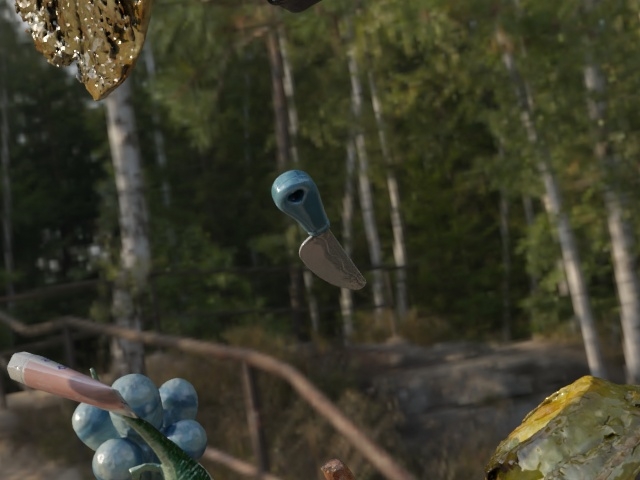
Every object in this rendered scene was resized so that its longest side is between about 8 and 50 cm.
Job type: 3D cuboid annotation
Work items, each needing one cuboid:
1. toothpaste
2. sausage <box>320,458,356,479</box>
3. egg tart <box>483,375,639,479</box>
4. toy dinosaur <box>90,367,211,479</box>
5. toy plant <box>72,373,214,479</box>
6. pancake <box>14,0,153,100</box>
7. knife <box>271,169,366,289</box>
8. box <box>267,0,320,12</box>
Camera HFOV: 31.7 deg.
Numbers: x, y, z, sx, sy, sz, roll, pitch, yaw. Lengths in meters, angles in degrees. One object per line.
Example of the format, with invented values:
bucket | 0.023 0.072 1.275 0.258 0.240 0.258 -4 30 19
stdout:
toothpaste | -0.322 0.185 1.454 0.194 0.043 0.067 14 -35 30
sausage | 0.037 0.399 1.735 0.047 0.040 0.177 7 -46 19
egg tart | 0.321 0.277 1.454 0.341 0.129 0.341 -40 -6 -5
toy dinosaur | -0.265 0.366 1.771 0.129 0.383 0.076 -44 30 2
toy plant | -0.297 0.364 1.926 0.247 0.332 0.247 -2 31 1
pancake | -0.324 -0.370 1.479 0.071 0.382 0.382 -19 -1 -33
knife | -0.002 0.001 1.355 0.058 0.032 0.244 -33 -40 -4
box | 0.032 -0.457 1.402 0.289 0.290 0.073 -26 -31 32
